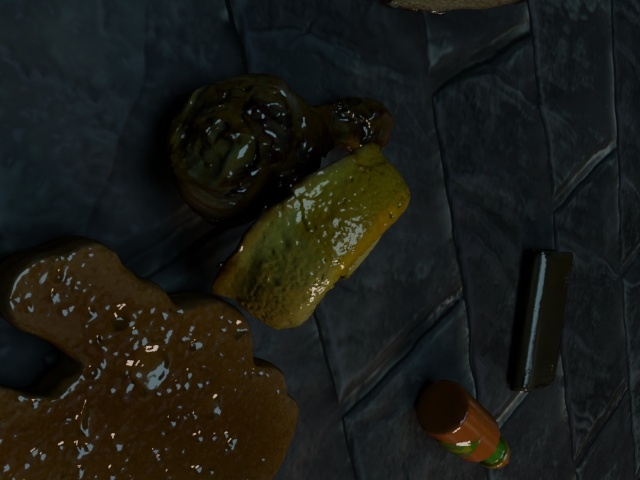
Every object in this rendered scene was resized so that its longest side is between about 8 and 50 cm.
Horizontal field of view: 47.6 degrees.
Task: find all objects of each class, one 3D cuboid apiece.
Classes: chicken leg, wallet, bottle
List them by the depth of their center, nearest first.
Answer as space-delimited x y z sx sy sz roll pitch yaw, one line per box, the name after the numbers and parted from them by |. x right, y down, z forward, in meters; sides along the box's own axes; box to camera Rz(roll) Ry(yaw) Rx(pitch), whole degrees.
-0.022 -0.082 0.587 0.251 0.087 0.107 -21 145 -52 | chicken leg
0.184 0.233 0.881 0.187 0.069 0.069 43 66 -43 | bottle
0.313 0.111 1.030 0.110 0.031 0.198 1 97 -49 | wallet

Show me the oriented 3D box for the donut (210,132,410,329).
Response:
0.007 -0.008 0.563 0.146 0.078 0.181 -50 168 30 | donut

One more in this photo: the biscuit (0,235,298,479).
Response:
-0.127 0.118 0.532 0.295 0.044 0.186 39 72 -44 | biscuit

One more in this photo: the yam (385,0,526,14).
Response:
0.127 -0.335 0.660 0.129 0.128 0.238 -13 107 -45 | yam
